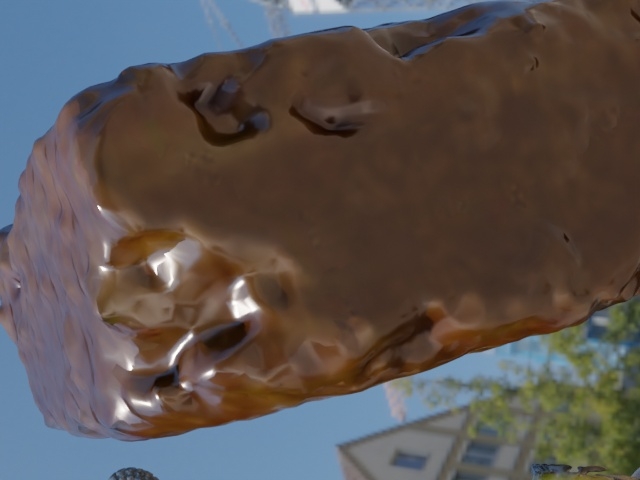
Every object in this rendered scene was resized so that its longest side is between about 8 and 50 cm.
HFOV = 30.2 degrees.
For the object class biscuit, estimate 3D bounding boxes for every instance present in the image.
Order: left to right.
[{"bbox_3d":[0.000,0.000,0.676,0.343,0.395,0.166,-12,-95,-20],"label":"biscuit"}]

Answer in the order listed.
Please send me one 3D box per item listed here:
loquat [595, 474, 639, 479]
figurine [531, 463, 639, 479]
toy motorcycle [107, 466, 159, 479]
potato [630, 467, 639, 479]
[{"bbox_3d":[0.167,0.207,0.705,0.141,0.141,0.141,-15,-73,-63],"label":"loquat"},{"bbox_3d":[0.119,0.234,0.518,0.162,0.143,0.263,13,-104,-34],"label":"figurine"},{"bbox_3d":[-0.183,0.415,1.416,0.298,0.171,0.089,55,-164,3],"label":"toy motorcycle"},{"bbox_3d":[0.429,0.332,1.439,0.235,0.161,0.128,-25,-85,-25],"label":"potato"}]
